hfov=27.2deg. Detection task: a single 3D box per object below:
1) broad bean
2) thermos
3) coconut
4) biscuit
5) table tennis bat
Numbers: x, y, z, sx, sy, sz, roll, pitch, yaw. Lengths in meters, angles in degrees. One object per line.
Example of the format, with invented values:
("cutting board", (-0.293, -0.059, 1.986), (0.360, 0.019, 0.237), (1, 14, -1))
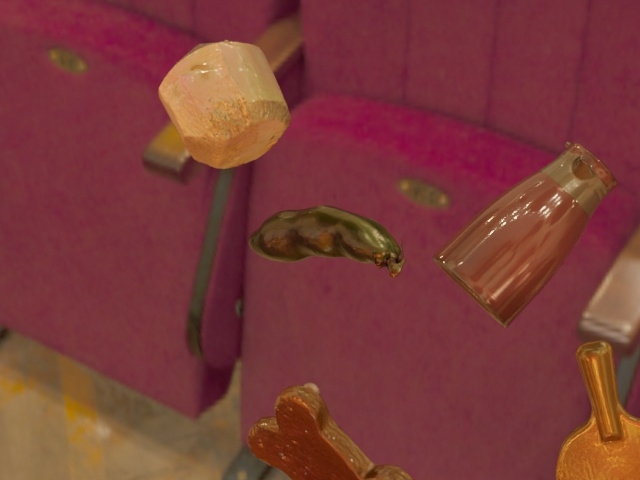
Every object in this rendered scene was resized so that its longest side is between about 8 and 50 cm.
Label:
("broad bean", (0.000, -0.004, 1.372), (0.046, 0.065, 0.255), (-4, 6, -38))
("thermos", (0.302, -0.017, 1.879), (0.265, 0.176, 0.146), (-45, 76, -1))
("coconut", (-0.098, -0.146, 1.340), (0.116, 0.116, 0.122), (-23, 71, -16))
("biscuit", (0.045, 0.301, 1.587), (0.301, 0.197, 0.049), (44, 55, 1))
("table tennis bat", (0.428, 0.300, 1.921), (0.198, 0.320, 0.050), (-11, 7, 27))
